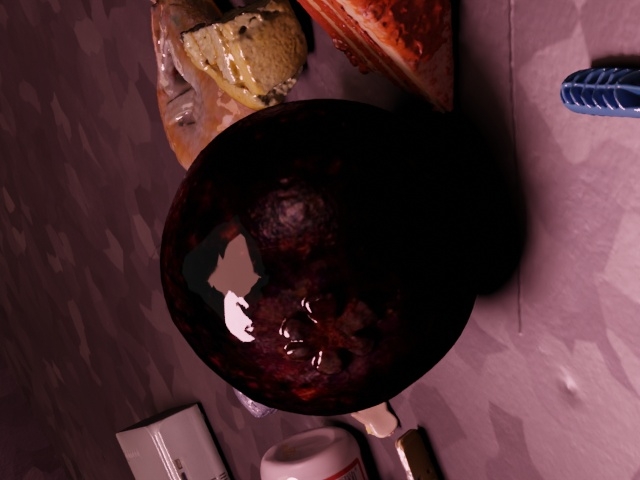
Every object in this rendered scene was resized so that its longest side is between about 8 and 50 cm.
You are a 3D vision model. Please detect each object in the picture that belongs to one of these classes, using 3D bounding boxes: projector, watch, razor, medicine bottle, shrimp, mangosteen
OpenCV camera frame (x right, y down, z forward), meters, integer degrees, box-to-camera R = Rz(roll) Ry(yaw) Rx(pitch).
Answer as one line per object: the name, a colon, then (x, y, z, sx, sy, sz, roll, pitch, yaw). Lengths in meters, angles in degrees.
projector: (-0.241, 0.393, 2.208, 0.198, 0.108, 0.250, 66, 154, 2)
watch: (0.095, 0.351, 1.504, 0.165, 0.102, 0.268, -13, 99, 47)
razor: (0.247, -0.095, 0.861, 0.253, 0.042, 0.082, 14, 82, 61)
medicine bottle: (0.017, 0.369, 1.630, 0.131, 0.131, 0.250, 7, 117, 62)
shrimp: (-0.157, -0.205, 1.500, 0.168, 0.077, 0.317, -47, 59, 32)
mangosteen: (0.009, 0.010, 1.186, 0.297, 0.313, 0.297, 5, 104, 20)

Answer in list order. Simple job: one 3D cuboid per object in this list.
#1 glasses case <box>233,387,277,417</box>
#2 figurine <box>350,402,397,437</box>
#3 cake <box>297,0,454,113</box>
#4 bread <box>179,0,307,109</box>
glasses case: (-0.066, 0.155, 1.686, 0.109, 0.067, 0.282, 59, 156, 11)
figurine: (0.055, 0.198, 1.517, 0.083, 0.047, 0.050, 54, 169, 10)
cake: (0.017, -0.210, 1.085, 0.158, 0.160, 0.262, 35, 142, 44)
bread: (-0.072, -0.196, 1.365, 0.110, 0.103, 0.156, 61, 163, -17)
